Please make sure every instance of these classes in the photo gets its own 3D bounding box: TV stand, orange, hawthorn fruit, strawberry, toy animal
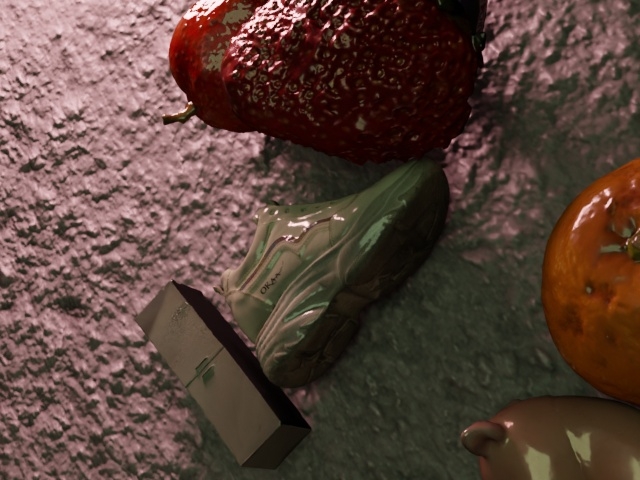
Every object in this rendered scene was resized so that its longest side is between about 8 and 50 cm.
[{"bbox_3d":[-0.133,0.175,1.339,0.083,0.088,0.269,-49,61,9],"label":"TV stand"},{"bbox_3d":[0.354,0.043,1.026,0.261,0.261,0.261,-8,73,27],"label":"orange"},{"bbox_3d":[-0.115,-0.239,1.375,0.253,0.205,0.205,-43,61,4],"label":"hawthorn fruit"},{"bbox_3d":[0.041,-0.213,1.202,0.261,0.257,0.261,3,94,51],"label":"strawberry"},{"bbox_3d":[0.283,0.241,1.054,0.250,0.166,0.154,12,77,23],"label":"toy animal"}]

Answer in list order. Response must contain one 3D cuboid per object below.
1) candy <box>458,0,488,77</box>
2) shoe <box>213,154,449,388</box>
[{"bbox_3d":[0.170,-0.351,1.240,0.088,0.061,0.312,36,130,47],"label":"candy"},{"bbox_3d":[0.000,0.000,1.288,0.342,0.132,0.210,-50,59,9],"label":"shoe"}]
